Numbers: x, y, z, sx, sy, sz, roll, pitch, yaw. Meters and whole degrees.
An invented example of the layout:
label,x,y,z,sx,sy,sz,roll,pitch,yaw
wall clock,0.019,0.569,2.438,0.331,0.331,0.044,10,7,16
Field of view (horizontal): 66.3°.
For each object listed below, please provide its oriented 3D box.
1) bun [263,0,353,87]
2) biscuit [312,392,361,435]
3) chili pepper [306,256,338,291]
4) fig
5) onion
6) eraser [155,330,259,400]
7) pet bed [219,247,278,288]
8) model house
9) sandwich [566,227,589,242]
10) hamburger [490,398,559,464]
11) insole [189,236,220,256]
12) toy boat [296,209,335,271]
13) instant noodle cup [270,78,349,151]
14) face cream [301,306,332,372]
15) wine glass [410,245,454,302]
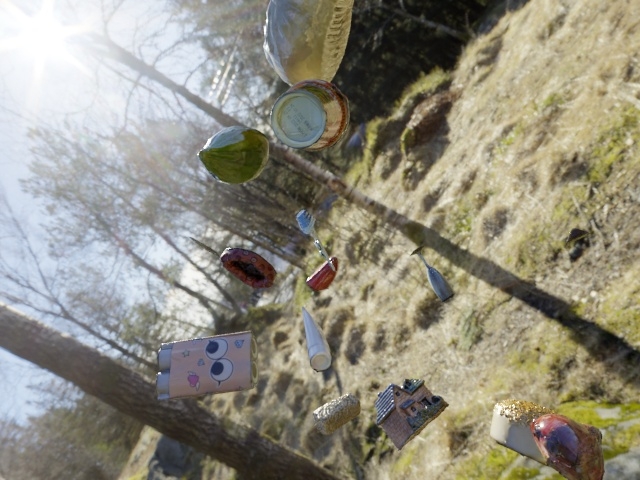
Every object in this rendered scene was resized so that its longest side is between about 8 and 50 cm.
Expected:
label,x,y,z,sx,sy,sz,roll,pitch,yaw
bun,-0.038,-0.608,1.386,0.365,0.219,0.366,23,-90,-82
biscuit,0.057,0.573,1.623,0.070,0.168,0.082,11,114,55
chili pepper,0.020,0.100,1.614,0.065,0.088,0.169,66,148,24
fig,-0.232,-0.218,1.313,0.167,0.167,0.234,-56,6,40
onion,0.587,0.477,1.146,0.147,0.184,0.184,-33,2,-13
eraser,-0.334,0.376,1.454,0.087,0.290,0.171,67,-165,-61
pet bed,-0.234,0.091,1.614,0.054,0.201,0.201,-65,8,-30
model house,0.272,0.516,1.539,0.182,0.172,0.167,-20,-36,-37
sandwich,0.914,-0.024,1.751,0.083,0.030,0.044,-30,58,35
hamburger,0.707,0.628,1.618,0.275,0.294,0.179,14,75,40
insole,-0.359,0.021,1.530,0.004,0.065,0.197,-51,-17,-4
toy boat,-0.004,-0.009,1.048,0.034,0.149,0.105,-33,33,11
instant noodle cup,-0.032,-0.299,1.187,0.193,0.193,0.212,-60,1,18
face cream,-0.013,0.266,1.344,0.058,0.092,0.244,-35,19,6
wine glass,0.385,0.114,1.673,0.066,0.198,0.066,-26,-22,-11
